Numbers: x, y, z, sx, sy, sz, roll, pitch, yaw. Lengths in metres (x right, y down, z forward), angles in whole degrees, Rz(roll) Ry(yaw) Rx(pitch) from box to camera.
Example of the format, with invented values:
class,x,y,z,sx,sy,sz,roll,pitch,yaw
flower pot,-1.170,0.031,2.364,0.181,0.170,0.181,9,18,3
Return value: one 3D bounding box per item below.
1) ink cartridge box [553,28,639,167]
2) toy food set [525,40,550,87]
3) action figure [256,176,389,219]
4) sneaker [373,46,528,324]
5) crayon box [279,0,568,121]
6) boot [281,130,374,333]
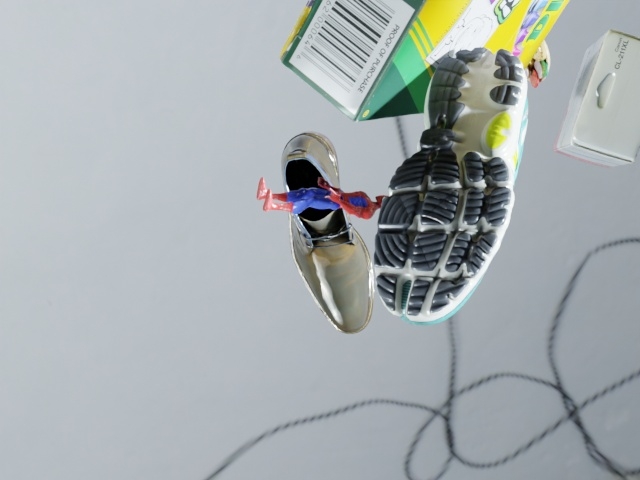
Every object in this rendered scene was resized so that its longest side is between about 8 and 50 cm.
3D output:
class,x,y,z,sx,sy,sz,roll,pitch,yaw
ink cartridge box,0.314,-0.149,1.399,0.072,0.175,0.127,19,94,3
toy food set,0.277,-0.246,1.715,0.020,0.083,0.082,-23,124,-23
action figure,0.007,-0.035,1.074,0.115,0.038,0.030,6,110,-22
sneaker,0.126,-0.037,1.082,0.110,0.107,0.275,68,37,-48
crayon box,0.161,-0.288,1.151,0.313,0.106,0.363,-14,140,-56
boot,0.000,0.000,1.313,0.082,0.106,0.219,-16,97,9
